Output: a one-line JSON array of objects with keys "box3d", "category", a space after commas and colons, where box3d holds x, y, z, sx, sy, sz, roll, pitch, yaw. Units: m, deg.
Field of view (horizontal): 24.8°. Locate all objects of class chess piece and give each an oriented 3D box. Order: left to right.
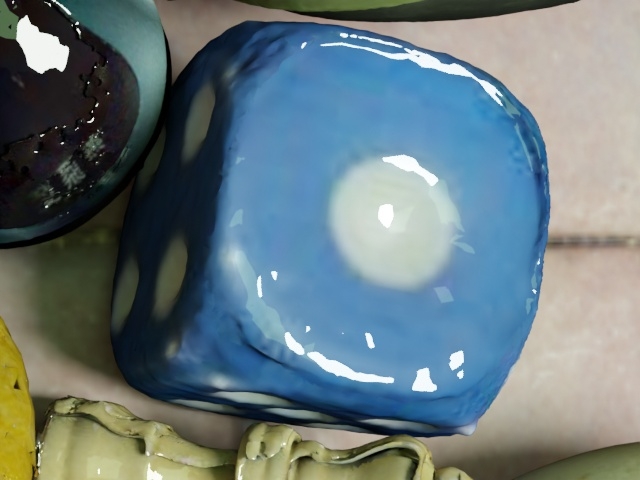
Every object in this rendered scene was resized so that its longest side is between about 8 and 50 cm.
[{"box3d": [-0.024, 0.095, 0.574, 0.172, 0.060, 0.060, 3, 79, 11], "category": "chess piece"}]

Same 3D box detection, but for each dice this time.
[{"box3d": [0.000, 0.000, 0.590, 0.143, 0.146, 0.146, 14, 76, -18], "category": "dice"}]

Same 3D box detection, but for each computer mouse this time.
[{"box3d": [-0.163, -0.099, 0.556, 0.233, 0.096, 0.137, 44, 91, 0], "category": "computer mouse"}]

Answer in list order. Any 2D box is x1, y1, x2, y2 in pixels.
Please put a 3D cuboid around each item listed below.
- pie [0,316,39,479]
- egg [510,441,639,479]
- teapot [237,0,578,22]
[{"box3d": [-0.217, 0.029, 0.475, 0.273, 0.273, 0.069, 32, 110, -11], "category": "pie"}, {"box3d": [0.158, 0.175, 0.593, 0.253, 0.188, 0.189, 12, 78, -10], "category": "egg"}, {"box3d": [0.028, -0.159, 0.564, 0.239, 0.239, 0.322, -20, 60, -10], "category": "teapot"}]
